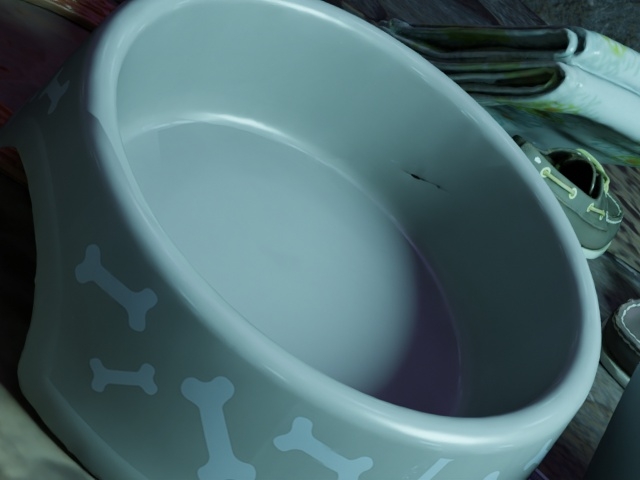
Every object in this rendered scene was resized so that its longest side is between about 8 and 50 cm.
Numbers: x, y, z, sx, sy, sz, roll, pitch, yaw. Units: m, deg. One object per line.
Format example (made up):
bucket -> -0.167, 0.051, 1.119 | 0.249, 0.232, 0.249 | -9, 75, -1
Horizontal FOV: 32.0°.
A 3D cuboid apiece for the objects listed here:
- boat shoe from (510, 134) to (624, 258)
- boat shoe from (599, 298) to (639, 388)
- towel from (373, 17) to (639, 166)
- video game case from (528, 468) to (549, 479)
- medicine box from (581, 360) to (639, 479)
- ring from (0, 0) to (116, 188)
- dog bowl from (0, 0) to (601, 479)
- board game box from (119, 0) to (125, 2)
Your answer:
boat shoe -> 0.263, -0.050, 1.208 | 0.305, 0.091, 0.109 | 6, 39, -53
boat shoe -> 0.393, 0.124, 0.945 | 0.324, 0.097, 0.117 | 27, 57, 20
towel -> 0.264, -0.148, 1.229 | 0.374, 0.090, 0.320 | 14, 2, -39
video game case -> 0.141, 0.203, 0.629 | 0.190, 0.022, 0.173 | 43, 23, 12
medicine box -> 0.305, 0.201, 0.541 | 0.289, 0.149, 0.263 | 9, 30, -13
ring -> -0.157, -0.115, 0.777 | 0.336, 0.032, 0.337 | 32, 24, -16
dog bowl -> 0.000, 0.000, 0.594 | 0.348, 0.102, 0.349 | 23, 40, -21
board game box -> -0.249, -0.314, 1.026 | 0.145, 0.027, 0.281 | 17, 31, -40
